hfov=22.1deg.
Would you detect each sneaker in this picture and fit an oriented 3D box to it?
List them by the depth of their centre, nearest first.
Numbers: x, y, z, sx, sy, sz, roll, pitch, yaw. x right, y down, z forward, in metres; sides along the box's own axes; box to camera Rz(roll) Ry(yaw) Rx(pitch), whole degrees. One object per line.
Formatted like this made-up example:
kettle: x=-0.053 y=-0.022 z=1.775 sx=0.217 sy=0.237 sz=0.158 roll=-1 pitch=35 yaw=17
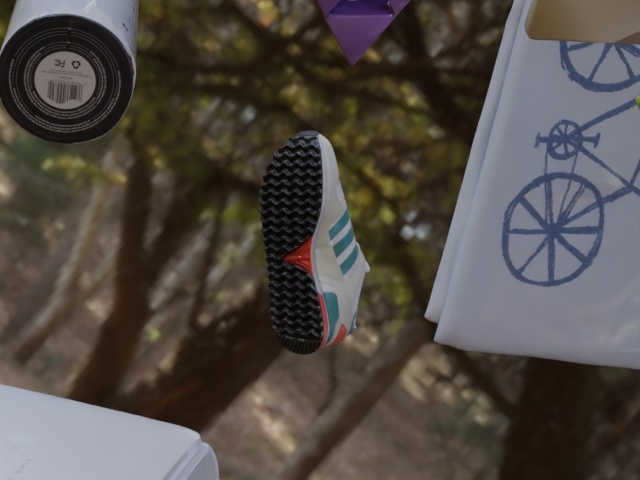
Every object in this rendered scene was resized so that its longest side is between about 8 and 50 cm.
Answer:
sneaker: x=0.000 y=0.000 z=1.198 sx=0.057 sy=0.161 sz=0.075 roll=0 pitch=3 yaw=34

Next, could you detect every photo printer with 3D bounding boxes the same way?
photo printer: x=-0.270 y=0.221 z=1.290 sx=0.307 sy=0.256 sz=0.107 roll=10 pitch=-56 yaw=22

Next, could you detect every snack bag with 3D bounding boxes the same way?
snack bag: x=0.274 y=-0.052 z=1.254 sx=0.342 sy=0.323 sz=0.037 roll=9 pitch=13 yaw=-19

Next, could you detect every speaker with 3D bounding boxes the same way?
speaker: x=-0.104 y=-0.090 z=0.693 sx=0.055 sy=0.055 sz=0.136 roll=44 pitch=14 yaw=-21

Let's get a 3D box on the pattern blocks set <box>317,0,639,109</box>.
pattern blocks set: x=0.152 y=-0.116 z=0.459 sx=0.285 sy=0.325 sz=0.026 roll=84 pitch=-7 yaw=-47
